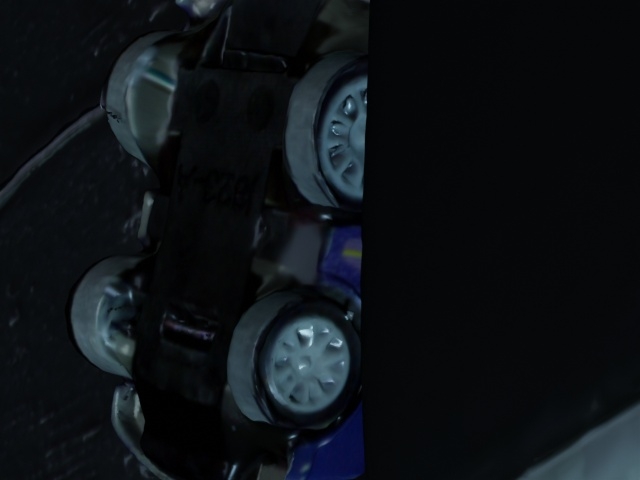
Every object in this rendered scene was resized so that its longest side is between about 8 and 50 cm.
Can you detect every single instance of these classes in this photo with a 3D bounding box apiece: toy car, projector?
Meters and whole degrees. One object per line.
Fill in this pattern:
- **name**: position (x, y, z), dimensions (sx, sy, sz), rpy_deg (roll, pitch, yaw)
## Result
- **toy car**: position (0.000, 0.000, 0.792), dimensions (0.172, 0.158, 0.235), rpy_deg (12, 90, 54)
- **projector**: position (0.211, -0.103, 0.447), dimensions (0.395, 0.242, 0.405), rpy_deg (-42, 33, 40)
